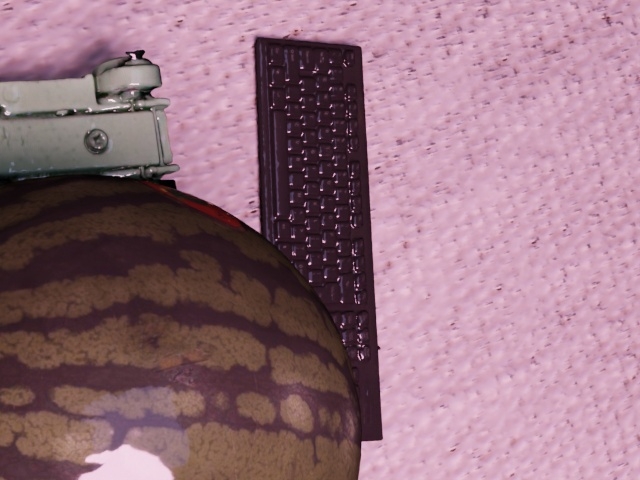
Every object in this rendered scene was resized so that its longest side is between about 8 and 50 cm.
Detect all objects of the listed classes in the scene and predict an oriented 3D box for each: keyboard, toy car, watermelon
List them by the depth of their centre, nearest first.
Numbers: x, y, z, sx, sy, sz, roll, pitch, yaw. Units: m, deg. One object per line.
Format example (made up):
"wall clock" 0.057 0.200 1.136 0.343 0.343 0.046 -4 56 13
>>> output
"watermelon" -0.092 0.075 0.624 0.212 0.212 0.212 5 81 -34
"toy car" -0.130 -0.039 0.704 0.143 0.054 0.073 -8 87 -31
"keyboard" 0.000 0.000 0.811 0.067 0.011 0.202 1 83 -33
